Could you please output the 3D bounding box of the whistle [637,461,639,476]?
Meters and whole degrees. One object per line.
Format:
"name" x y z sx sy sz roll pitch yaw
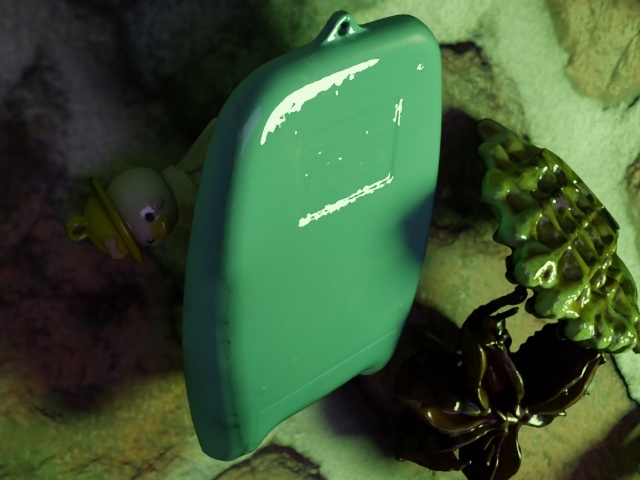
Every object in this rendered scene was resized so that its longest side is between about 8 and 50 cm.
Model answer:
"whistle" 0.427 0.287 1.299 0.186 0.093 0.274 35 55 1

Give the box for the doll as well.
"doll" -0.096 -0.036 0.899 0.207 0.081 0.129 -17 138 -21

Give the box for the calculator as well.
"calculator" 0.000 0.000 0.915 0.256 0.054 0.386 -27 136 -37

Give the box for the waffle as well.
"waffle" 0.215 -0.001 1.028 0.054 0.204 0.223 -31 135 32

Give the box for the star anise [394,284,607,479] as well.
"star anise" 0.167 0.140 1.106 0.190 0.126 0.220 37 115 -25
